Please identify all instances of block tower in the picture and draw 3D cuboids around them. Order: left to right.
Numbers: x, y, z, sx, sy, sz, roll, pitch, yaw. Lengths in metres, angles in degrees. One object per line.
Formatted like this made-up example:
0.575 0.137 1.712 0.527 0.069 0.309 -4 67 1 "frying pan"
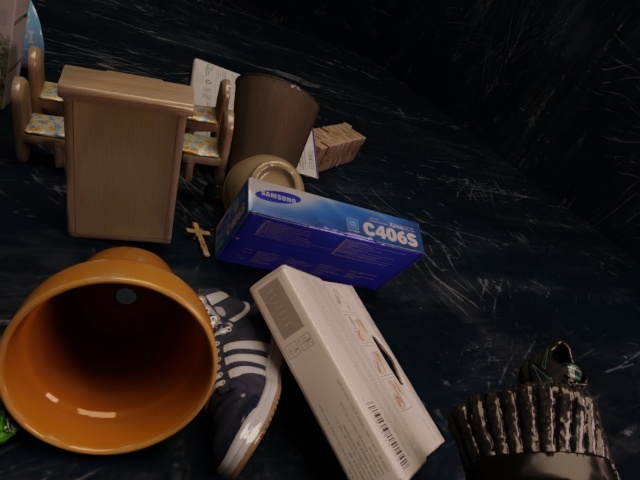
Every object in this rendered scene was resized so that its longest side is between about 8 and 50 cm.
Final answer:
0.021 -0.272 1.501 0.097 0.090 0.335 36 30 12 "block tower"

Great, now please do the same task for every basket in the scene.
-0.114 -0.213 1.120 0.205 0.226 0.154 19 -15 -32 "basket"

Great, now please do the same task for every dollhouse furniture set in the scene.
-0.327 -0.224 0.885 0.363 0.256 0.394 5 40 -20 "dollhouse furniture set"

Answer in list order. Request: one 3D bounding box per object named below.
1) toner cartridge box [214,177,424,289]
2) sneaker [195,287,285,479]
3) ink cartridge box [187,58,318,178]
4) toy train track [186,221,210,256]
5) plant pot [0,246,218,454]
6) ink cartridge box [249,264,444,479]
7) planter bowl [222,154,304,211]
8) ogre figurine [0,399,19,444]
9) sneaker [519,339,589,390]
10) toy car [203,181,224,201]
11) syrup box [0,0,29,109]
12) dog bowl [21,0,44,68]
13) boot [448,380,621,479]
0.000 0.000 0.944 0.348 0.165 0.075 13 53 -26 "toner cartridge box"
-0.129 0.159 0.648 0.153 0.099 0.282 30 21 -7 "sneaker"
-0.176 -0.290 1.295 0.331 0.071 0.323 15 47 -23 "ink cartridge box"
-0.218 0.001 0.926 0.048 0.014 0.083 11 38 -42 "toy train track"
-0.228 0.097 0.587 0.205 0.205 0.188 16 15 -21 "plant pot"
0.048 0.186 0.729 0.296 0.066 0.261 59 13 22 "ink cartridge box"
-0.099 -0.092 0.979 0.162 0.161 0.109 18 -10 -18 "planter bowl"
-0.392 0.148 0.456 0.197 0.096 0.118 -12 64 -29 "ogre figurine"
0.429 0.284 0.929 0.101 0.106 0.267 27 30 -4 "sneaker"
-0.195 -0.068 1.055 0.040 0.060 0.122 71 -7 -66 "toy car"
-0.619 -0.380 0.964 0.093 0.236 0.096 16 31 -20 "syrup box"
-0.725 -0.501 1.164 0.074 0.165 0.297 -21 54 -40 "dog bowl"
0.161 0.290 0.531 0.349 0.131 0.260 0 51 -8 "boot"
